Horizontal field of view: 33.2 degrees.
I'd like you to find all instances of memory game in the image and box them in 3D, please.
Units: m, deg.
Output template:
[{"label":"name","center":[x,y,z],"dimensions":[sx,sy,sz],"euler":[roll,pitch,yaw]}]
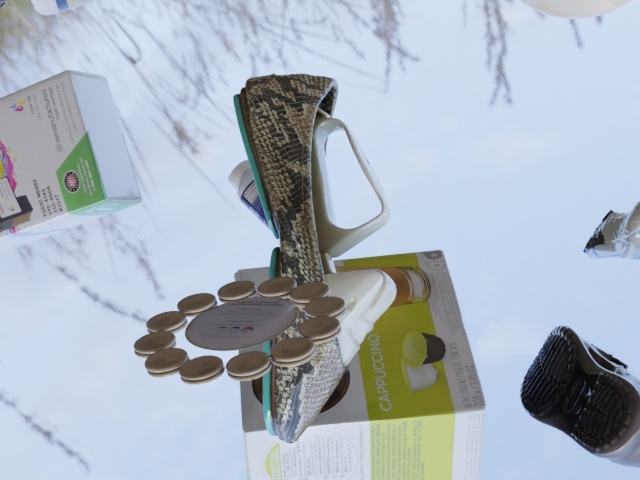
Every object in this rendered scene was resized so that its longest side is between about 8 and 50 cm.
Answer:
[{"label":"memory game","center":[-0.068,0.075,0.917],"dimensions":[0.186,0.012,0.186],"euler":[-9,-158,4]}]

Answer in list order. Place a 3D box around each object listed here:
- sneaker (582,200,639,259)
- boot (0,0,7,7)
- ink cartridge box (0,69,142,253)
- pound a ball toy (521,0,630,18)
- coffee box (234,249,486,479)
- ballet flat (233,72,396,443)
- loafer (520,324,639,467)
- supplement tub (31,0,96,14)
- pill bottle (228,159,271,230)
[{"label":"sneaker","center":[0.445,-0.002,1.537],"dimensions":[0.085,0.086,0.237],"euler":[-54,-179,-9]},{"label":"boot","center":[-0.327,-0.068,0.651],"dimensions":[0.091,0.229,0.263],"euler":[15,-96,64]},{"label":"ink cartridge box","center":[-0.434,-0.110,1.603],"dimensions":[0.278,0.117,0.201],"euler":[-18,-94,20]},{"label":"pound a ball toy","center":[0.173,-0.274,0.554],"dimensions":[0.319,0.208,0.136],"euler":[-36,-153,-23]},{"label":"coffee box","center":[0.048,0.260,1.631],"dimensions":[0.334,0.338,0.337],"euler":[-5,-141,-2]},{"label":"ballet flat","center":[0.000,0.000,1.331],"dimensions":[0.182,0.164,0.482],"euler":[-9,-111,6]},{"label":"loafer","center":[0.379,0.225,1.455],"dimensions":[0.134,0.130,0.366],"euler":[-60,-169,9]},{"label":"supplement tub","center":[-0.304,-0.483,1.586],"dimensions":[0.316,0.228,0.228],"euler":[-20,-138,-10]},{"label":"pill bottle","center":[-0.091,-0.072,1.720],"dimensions":[0.067,0.067,0.120],"euler":[-44,-105,-6]}]
